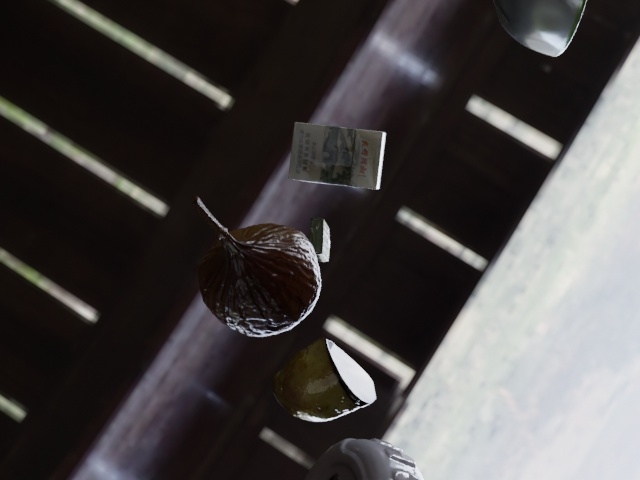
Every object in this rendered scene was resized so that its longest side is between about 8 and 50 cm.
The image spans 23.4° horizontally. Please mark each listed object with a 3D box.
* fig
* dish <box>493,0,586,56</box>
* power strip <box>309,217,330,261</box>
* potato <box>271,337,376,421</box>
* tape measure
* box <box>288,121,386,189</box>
[{"bbox_3d":[-0.081,0.022,1.798,0.146,0.134,0.201,-24,148,-2],"label":"fig"},{"bbox_3d":[0.260,-0.400,1.947,0.324,0.124,0.324,-173,-90,-86],"label":"dish"},{"bbox_3d":[0.000,0.000,2.034,0.136,0.019,0.051,54,36,-82],"label":"power strip"},{"bbox_3d":[-0.003,0.178,1.786,0.103,0.096,0.066,-34,-150,22],"label":"potato"},{"bbox_3d":[0.039,0.325,1.760,0.236,0.120,0.197,-50,-148,29],"label":"tape measure"},{"bbox_3d":[0.015,-0.077,1.407,0.024,0.083,0.054,-6,103,-78],"label":"box"}]
